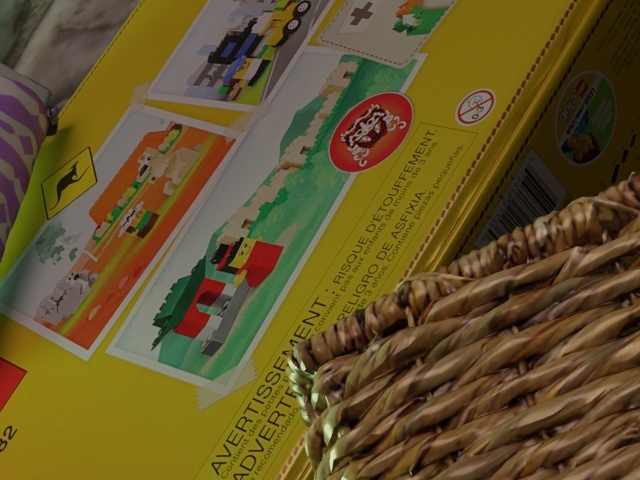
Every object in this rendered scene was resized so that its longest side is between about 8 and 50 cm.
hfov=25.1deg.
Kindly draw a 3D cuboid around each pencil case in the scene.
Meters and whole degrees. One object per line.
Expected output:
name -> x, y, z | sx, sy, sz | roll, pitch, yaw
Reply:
pencil case -> -0.220, -0.006, 0.822 | 0.088, 0.086, 0.206 | 124, 163, -52

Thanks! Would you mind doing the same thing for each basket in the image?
basket -> 0.172, 0.110, 0.565 | 0.299, 0.213, 0.223 | -28, 47, 12

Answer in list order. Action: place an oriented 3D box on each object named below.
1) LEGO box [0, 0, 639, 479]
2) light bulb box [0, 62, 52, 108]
LEGO box -> 0.000, 0.000, 0.837 | 0.372, 0.193, 0.500 | 17, 69, 48
light bulb box -> -0.456, -0.030, 1.108 | 0.225, 0.358, 0.361 | -28, 39, 49
